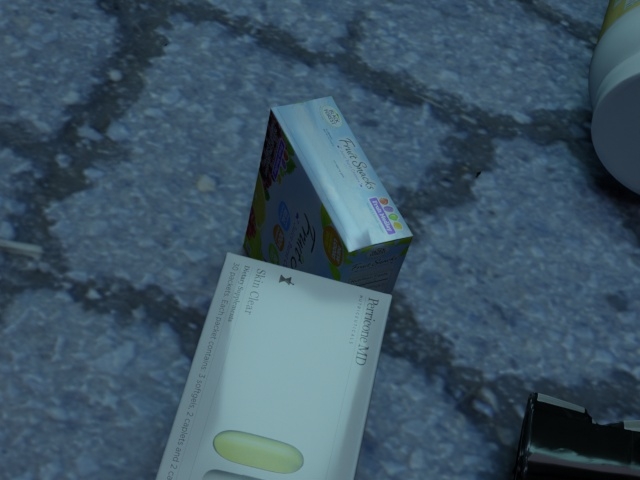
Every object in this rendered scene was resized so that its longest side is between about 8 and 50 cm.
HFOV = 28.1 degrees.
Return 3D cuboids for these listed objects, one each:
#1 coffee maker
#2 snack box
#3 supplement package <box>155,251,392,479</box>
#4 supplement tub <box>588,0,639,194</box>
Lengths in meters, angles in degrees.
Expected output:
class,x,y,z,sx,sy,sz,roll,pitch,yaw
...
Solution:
class,x,y,z,sx,sy,sz,roll,pitch,yaw
coffee maker,0.258,0.212,1.112,0.178,0.120,0.171,6,14,8
snack box,0.000,0.000,1.190,0.070,0.207,0.174,-15,58,-21
supplement package,-0.049,0.182,1.042,0.145,0.204,0.262,14,51,-1
supplement tub,0.435,-0.222,1.427,0.241,0.241,0.331,21,52,5
